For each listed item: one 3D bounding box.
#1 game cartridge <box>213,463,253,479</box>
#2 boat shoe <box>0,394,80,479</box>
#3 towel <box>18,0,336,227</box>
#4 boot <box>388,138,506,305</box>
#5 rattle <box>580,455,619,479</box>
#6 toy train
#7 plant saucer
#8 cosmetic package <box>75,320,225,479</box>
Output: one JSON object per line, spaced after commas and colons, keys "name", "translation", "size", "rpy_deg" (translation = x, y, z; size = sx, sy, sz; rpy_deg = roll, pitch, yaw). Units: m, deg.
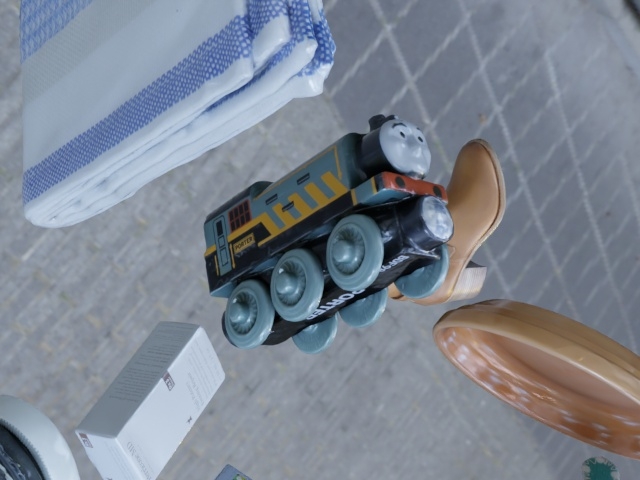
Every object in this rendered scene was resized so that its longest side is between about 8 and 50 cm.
{"name": "game cartridge", "translation": [-0.111, 0.347, 1.564], "size": [0.056, 0.083, 0.017], "rpy_deg": [-51, 159, -26]}
{"name": "boat shoe", "translation": [-0.191, 0.239, 0.678], "size": [0.091, 0.114, 0.302], "rpy_deg": [-32, 122, -48]}
{"name": "towel", "translation": [-0.071, -0.160, 0.477], "size": [0.034, 0.209, 0.285], "rpy_deg": [8, 69, -37]}
{"name": "boot", "translation": [0.129, -0.022, 1.301], "size": [0.152, 0.073, 0.197], "rpy_deg": [2, 95, -37]}
{"name": "rattle", "translation": [0.187, 0.236, 0.784], "size": [0.199, 0.130, 0.143], "rpy_deg": [-20, 180, -27]}
{"name": "toy train", "translation": [0.000, 0.000, 1.235], "size": [0.142, 0.190, 0.334], "rpy_deg": [8, 151, -41]}
{"name": "plant saucer", "translation": [0.178, 0.098, 0.839], "size": [0.037, 0.200, 0.200], "rpy_deg": [-60, 150, -16]}
{"name": "cosmetic package", "translation": [-0.241, 0.235, 1.661], "size": [0.231, 0.085, 0.117], "rpy_deg": [-58, 138, -40]}
